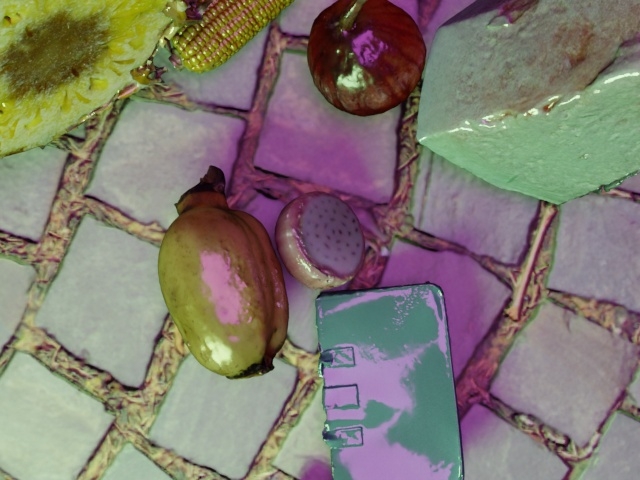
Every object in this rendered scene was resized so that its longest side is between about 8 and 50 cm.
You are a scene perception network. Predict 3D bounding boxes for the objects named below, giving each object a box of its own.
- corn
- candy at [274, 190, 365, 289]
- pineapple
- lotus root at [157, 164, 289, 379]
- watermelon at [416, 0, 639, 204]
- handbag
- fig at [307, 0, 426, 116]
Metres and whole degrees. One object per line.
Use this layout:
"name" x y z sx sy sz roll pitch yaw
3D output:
"corn" -0.078 -0.250 0.995 0.207 0.068 0.068 -44 91 -7
"candy" 0.000 0.000 0.979 0.103 0.043 0.103 17 64 -38
"pineapple" -0.298 -0.266 0.856 0.352 0.352 0.300 -28 74 -5
"lotus root" -0.101 0.033 0.954 0.118 0.125 0.220 -20 84 10
"watermelon" 0.281 -0.175 0.913 0.387 0.258 0.228 -37 105 3
"handbag" 0.070 0.157 0.995 0.144 0.057 0.221 -4 88 0
"fig" 0.048 -0.188 0.962 0.129 0.150 0.128 -1 102 -7
